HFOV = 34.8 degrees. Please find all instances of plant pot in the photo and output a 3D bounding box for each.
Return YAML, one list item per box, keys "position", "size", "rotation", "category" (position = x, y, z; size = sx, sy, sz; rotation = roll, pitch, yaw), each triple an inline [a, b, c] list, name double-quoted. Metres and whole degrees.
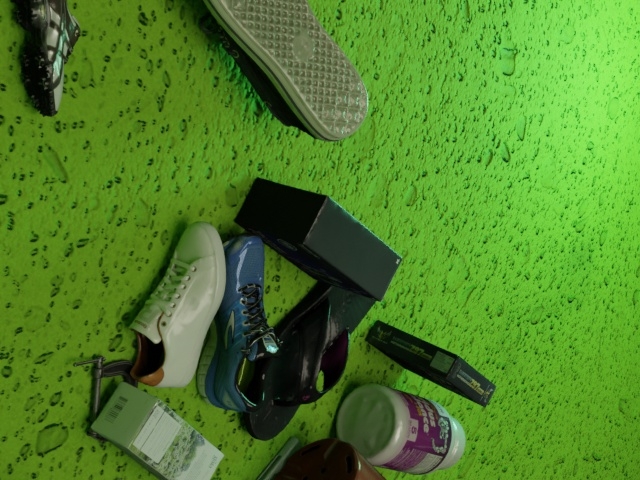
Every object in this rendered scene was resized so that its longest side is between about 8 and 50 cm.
- position: [0.050, 0.544, 2.001]
  size: [0.272, 0.272, 0.265]
  rotation: [-50, 124, -25]
  category: "plant pot"

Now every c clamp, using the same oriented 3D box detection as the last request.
- position: [-0.355, 0.260, 1.679]
  size: [0.137, 0.022, 0.160]
  rotation: [-13, 110, -51]
  category: "c clamp"

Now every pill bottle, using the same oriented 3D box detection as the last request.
- position: [0.184, 0.413, 2.194]
  size: [0.301, 0.169, 0.169]
  rotation: [24, 83, -48]
  category: "pill bottle"

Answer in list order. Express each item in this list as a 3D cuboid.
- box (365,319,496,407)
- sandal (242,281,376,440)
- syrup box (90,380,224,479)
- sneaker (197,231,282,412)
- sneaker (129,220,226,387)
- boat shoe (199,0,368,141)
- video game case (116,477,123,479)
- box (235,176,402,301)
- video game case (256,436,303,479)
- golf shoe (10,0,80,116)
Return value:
- position: [0.233, 0.259, 2.156]
  size: [0.183, 0.233, 0.059]
  rotation: [40, 78, -45]
  category: "box"
- position: [0.003, 0.195, 1.981]
  size: [0.445, 0.107, 0.167]
  rotation: [-54, 134, -22]
  category: "sandal"
- position: [-0.269, 0.340, 1.720]
  size: [0.093, 0.096, 0.237]
  rotation: [-58, 143, -19]
  category: "syrup box"
- position: [-0.124, 0.148, 1.802]
  size: [0.130, 0.147, 0.330]
  rotation: [-9, 107, -46]
  category: "sneaker"
- position: [-0.242, 0.108, 1.691]
  size: [0.123, 0.106, 0.290]
  rotation: [8, 96, -51]
  category: "sneaker"
- position: [-0.102, -0.372, 1.682]
  size: [0.187, 0.156, 0.500]
  rotation: [-47, 120, -22]
  category: "boat shoe"
- position: [-0.356, 0.508, 1.746]
  size: [0.157, 0.019, 0.143]
  rotation: [-51, 133, -25]
  category: "video game case"
- position: [0.000, 0.000, 1.867]
  size: [0.261, 0.184, 0.103]
  rotation: [38, 73, -45]
  category: "box"
- position: [-0.070, 0.533, 2.061]
  size: [0.193, 0.023, 0.212]
  rotation: [-48, 132, -27]
  category: "video game case"
- position: [-0.378, -0.276, 1.458]
  size: [0.094, 0.077, 0.198]
  rotation: [-19, 116, -43]
  category: "golf shoe"
